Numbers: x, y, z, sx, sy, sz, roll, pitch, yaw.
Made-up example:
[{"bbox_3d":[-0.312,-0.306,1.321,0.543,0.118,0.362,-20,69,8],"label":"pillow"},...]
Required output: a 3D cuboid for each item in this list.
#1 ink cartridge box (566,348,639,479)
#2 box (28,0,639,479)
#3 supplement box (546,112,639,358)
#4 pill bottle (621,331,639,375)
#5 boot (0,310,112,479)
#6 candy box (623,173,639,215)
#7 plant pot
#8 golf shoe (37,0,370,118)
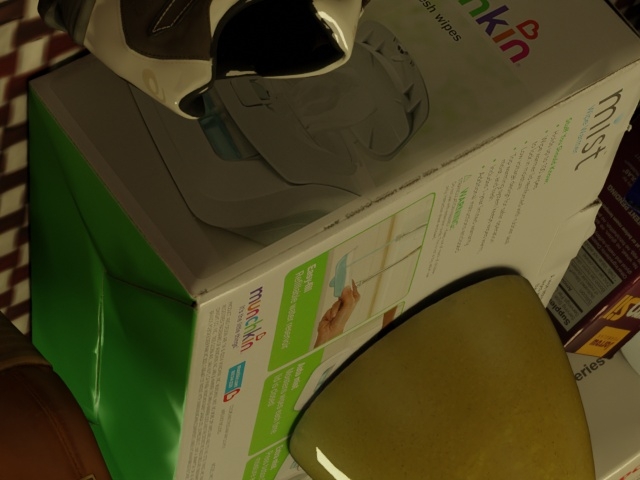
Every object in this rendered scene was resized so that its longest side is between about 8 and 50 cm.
[{"bbox_3d":[0.164,0.202,1.537,0.198,0.114,0.273,-34,158,-12],"label":"ink cartridge box"},{"bbox_3d":[0.000,0.000,0.861,0.231,0.126,0.262,-30,157,-22],"label":"box"},{"bbox_3d":[0.210,-0.016,1.222,0.188,0.081,0.104,-45,157,16],"label":"supplement box"},{"bbox_3d":[0.326,0.033,1.453,0.208,0.119,0.119,-23,154,-34],"label":"pill bottle"},{"bbox_3d":[-0.154,0.163,0.812,0.109,0.220,0.283,-14,148,-47],"label":"boot"},{"bbox_3d":[0.339,-0.092,1.080,0.317,0.122,0.268,-56,148,2],"label":"candy box"},{"bbox_3d":[0.068,0.095,0.860,0.134,0.095,0.134,-31,159,-14],"label":"plant pot"},{"bbox_3d":[-0.002,-0.101,0.705,0.198,0.094,0.077,-29,155,-27],"label":"golf shoe"}]
